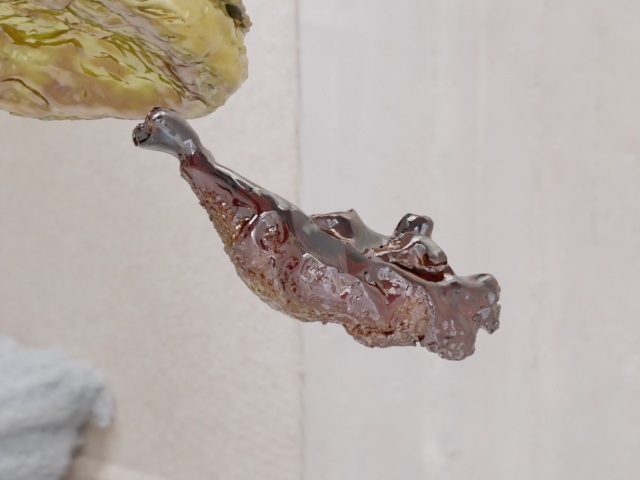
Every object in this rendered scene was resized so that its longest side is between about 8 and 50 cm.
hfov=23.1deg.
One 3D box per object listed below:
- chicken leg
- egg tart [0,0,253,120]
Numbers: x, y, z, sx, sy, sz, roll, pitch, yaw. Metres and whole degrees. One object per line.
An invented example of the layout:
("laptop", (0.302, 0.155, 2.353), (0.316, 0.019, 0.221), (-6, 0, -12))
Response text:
("chicken leg", (0.001, 0.006, 0.792), (0.048, 0.219, 0.089), (-50, 28, 42))
("egg tart", (-0.205, -0.179, 1.126), (0.341, 0.341, 0.129), (-8, 71, 55))
